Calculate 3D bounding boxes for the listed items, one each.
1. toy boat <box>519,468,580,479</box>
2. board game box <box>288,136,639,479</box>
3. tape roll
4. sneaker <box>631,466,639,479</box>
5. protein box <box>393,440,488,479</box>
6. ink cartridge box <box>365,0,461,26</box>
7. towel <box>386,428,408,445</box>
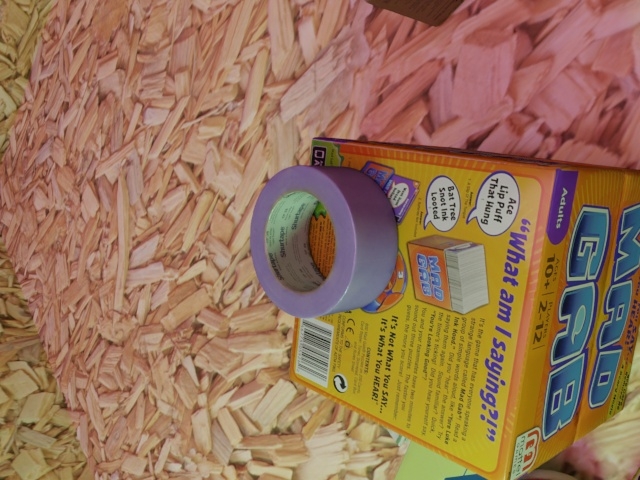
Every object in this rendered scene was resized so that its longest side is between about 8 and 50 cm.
[{"bbox_3d":[0.327,0.460,0.953,0.151,0.151,0.230,19,112,3],"label":"toy boat"},{"bbox_3d":[0.217,0.055,0.906,0.356,0.357,0.356,16,104,43],"label":"board game box"},{"bbox_3d":[0.000,0.000,0.809,0.189,0.080,0.188,4,95,44],"label":"tape roll"},{"bbox_3d":[0.493,0.332,0.861,0.118,0.107,0.278,26,116,21],"label":"sneaker"},{"bbox_3d":[0.225,0.352,1.018,0.136,0.201,0.199,29,114,25],"label":"protein box"},{"bbox_3d":[0.188,-0.466,1.003,0.235,0.193,0.088,-43,62,38],"label":"ink cartridge box"},{"bbox_3d":[0.132,0.302,1.228,0.152,0.023,0.113,52,139,37],"label":"towel"}]
